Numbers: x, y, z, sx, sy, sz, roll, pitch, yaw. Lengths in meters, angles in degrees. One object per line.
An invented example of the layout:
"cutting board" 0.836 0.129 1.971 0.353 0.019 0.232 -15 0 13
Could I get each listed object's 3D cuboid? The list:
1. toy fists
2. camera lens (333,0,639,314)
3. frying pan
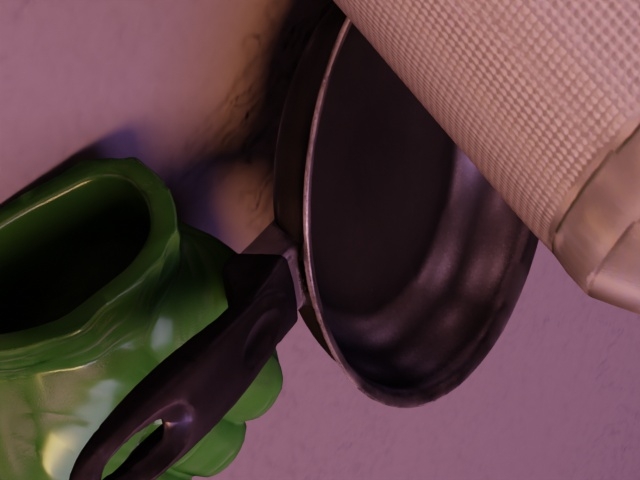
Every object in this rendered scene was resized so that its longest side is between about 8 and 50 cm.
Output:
"toy fists" -0.133 0.099 0.686 0.279 0.096 0.142 -39 142 -16
"camera lens" 0.094 -0.132 0.530 0.219 0.274 0.219 -37 167 -10
"frying pan" 0.011 0.018 0.714 0.326 0.053 0.197 -58 141 -29
